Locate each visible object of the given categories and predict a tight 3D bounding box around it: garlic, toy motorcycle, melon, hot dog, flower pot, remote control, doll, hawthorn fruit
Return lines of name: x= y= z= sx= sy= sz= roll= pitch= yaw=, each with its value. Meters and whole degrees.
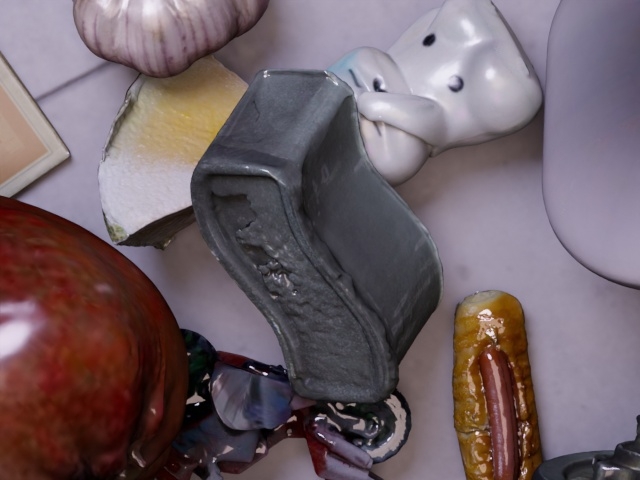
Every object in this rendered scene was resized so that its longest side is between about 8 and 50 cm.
garlic: x=-0.105 y=-0.181 z=1.344 sx=0.147 sy=0.159 sz=0.102 roll=6 pitch=140 yaw=20
toy motorcycle: x=-0.042 y=0.143 z=1.409 sx=0.213 sy=0.082 sz=0.122 roll=14 pitch=98 yaw=-5
melon: x=-0.105 y=-0.041 z=1.362 sx=0.093 sy=0.202 sz=0.139 roll=17 pitch=136 yaw=6
hot dog: x=0.135 y=0.145 z=1.433 sx=0.066 sy=0.047 sz=0.216 roll=-6 pitch=97 yaw=2
flower pot: x=0.000 y=0.000 z=1.325 sx=0.103 sy=0.108 sz=0.229 roll=-6 pitch=127 yaw=35
remote control: x=0.257 y=-0.106 z=1.295 sx=0.221 sy=0.332 sz=0.103 roll=-13 pitch=138 yaw=27
doll: x=0.071 y=-0.103 z=1.369 sx=0.180 sy=0.107 sz=0.110 roll=-23 pitch=69 yaw=0
hawthorn fruit: x=-0.258 y=0.108 z=1.283 sx=0.324 sy=0.308 sz=0.308 roll=16 pitch=97 yaw=8

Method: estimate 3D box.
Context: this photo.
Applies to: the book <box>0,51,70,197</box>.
book: x=-0.332 y=-0.065 z=1.406 sx=0.241 sy=0.018 sz=0.170 roll=-34 pitch=98 yaw=3

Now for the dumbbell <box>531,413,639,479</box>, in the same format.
dumbbell: x=0.228 y=0.324 z=1.388 sx=0.179 sy=0.179 sz=0.406 roll=4 pitch=99 yaw=-2
